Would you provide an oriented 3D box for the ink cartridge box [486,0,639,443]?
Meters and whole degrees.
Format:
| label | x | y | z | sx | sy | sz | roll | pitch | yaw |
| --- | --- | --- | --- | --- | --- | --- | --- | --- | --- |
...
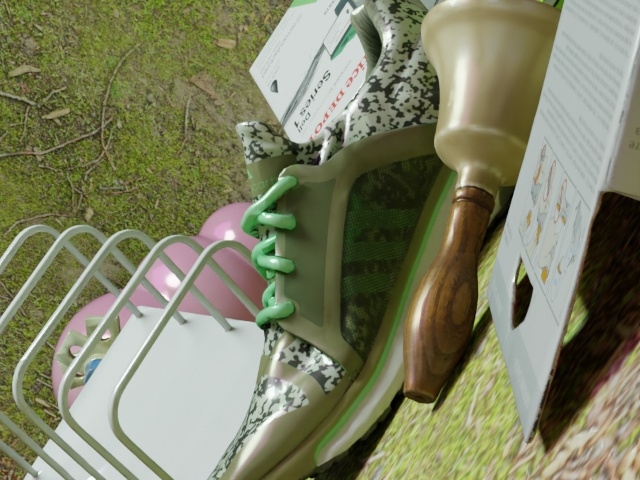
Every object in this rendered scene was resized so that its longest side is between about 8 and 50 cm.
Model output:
| label | x | y | z | sx | sy | sz | roll | pitch | yaw |
| --- | --- | --- | --- | --- | --- | --- | --- | --- | --- |
| ink cartridge box | 0.145 | -0.047 | 0.832 | 0.275 | 0.060 | 0.238 | -81 | 3 | -77 |

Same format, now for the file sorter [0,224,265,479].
| label | x | y | z | sx | sy | sz | roll | pitch | yaw |
| --- | --- | --- | --- | --- | --- | --- | --- | --- | --- |
| file sorter | -0.155 | 0.102 | 1.377 | 0.278 | 0.173 | 0.192 | 5 | 55 | 48 |

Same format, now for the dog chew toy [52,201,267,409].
| label | x | y | z | sx | sy | sz | roll | pitch | yaw |
| --- | --- | --- | --- | --- | --- | --- | --- | --- | --- |
| dog chew toy | -0.140 | 0.091 | 1.883 | 0.332 | 0.206 | 0.206 | -49 | 3 | -17 |

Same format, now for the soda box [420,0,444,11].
| label | x | y | z | sx | sy | sz | roll | pitch | yaw |
| --- | --- | --- | --- | --- | --- | --- | --- | --- | --- |
| soda box | 0.085 | -0.329 | 1.825 | 0.098 | 0.286 | 0.091 | -52 | 8 | 42 |

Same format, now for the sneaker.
| label | x | y | z | sx | sy | sz | roll | pitch | yaw |
| --- | --- | --- | --- | --- | --- | --- | --- | --- | --- |
| sneaker | 0.000 | 0.000 | 1.161 | 0.410 | 0.182 | 0.158 | -58 | 6 | -18 |

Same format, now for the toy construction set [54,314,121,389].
| label | x | y | z | sx | sy | sz | roll | pitch | yaw |
| --- | --- | --- | --- | --- | --- | --- | --- | --- | --- |
| toy construction set | -0.165 | 0.181 | 1.615 | 0.215 | 0.151 | 0.327 | -36 | 27 | 14 |

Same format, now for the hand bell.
| label | x | y | z | sx | sy | sz | roll | pitch | yaw |
| --- | --- | --- | --- | --- | --- | --- | --- | --- | --- |
| hand bell | 0.090 | -0.014 | 1.027 | 0.126 | 0.126 | 0.242 | 135 | 155 | -65 |

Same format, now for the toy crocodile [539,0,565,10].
| label | x | y | z | sx | sy | sz | roll | pitch | yaw |
| --- | --- | --- | --- | --- | --- | --- | --- | --- | --- |
| toy crocodile | 0.246 | -0.269 | 1.100 | 0.340 | 0.105 | 0.115 | -59 | 4 | 27 |

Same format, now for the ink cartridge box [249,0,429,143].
| label | x | y | z | sx | sy | sz | roll | pitch | yaw |
| --- | --- | --- | --- | --- | --- | --- | --- | --- | --- |
| ink cartridge box | 0.035 | -0.158 | 1.590 | 0.160 | 0.093 | 0.219 | -56 | 30 | 16 |
